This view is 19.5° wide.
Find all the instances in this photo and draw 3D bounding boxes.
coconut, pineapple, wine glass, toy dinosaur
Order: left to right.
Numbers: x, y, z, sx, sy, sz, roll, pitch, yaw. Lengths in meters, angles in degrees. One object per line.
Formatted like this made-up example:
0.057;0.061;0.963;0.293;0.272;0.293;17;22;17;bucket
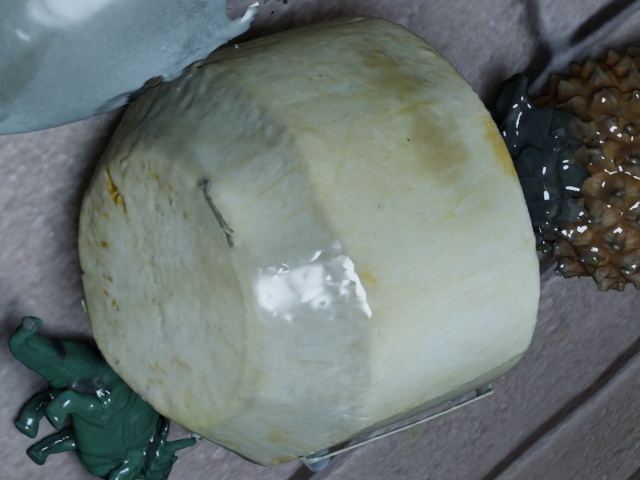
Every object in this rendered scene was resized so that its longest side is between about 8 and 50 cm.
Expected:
-0.193;-0.129;1.047;0.357;0.190;0.190;-32;142;-16;wine glass
-0.183;0.132;1.399;0.120;0.079;0.292;-55;148;0;toy dinosaur
0.000;0.000;1.290;0.323;0.323;0.323;-28;141;-26;coconut
0.212;-0.058;1.551;0.357;0.223;0.223;-3;126;-32;pineapple

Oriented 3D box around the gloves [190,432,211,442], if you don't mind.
-0.092;0.139;1.531;0.044;0.037;0.081;-153;-94;-90;gloves

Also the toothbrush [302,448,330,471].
-0.016;0.088;1.579;0.030;0.025;0.342;-33;142;-25;toothbrush
